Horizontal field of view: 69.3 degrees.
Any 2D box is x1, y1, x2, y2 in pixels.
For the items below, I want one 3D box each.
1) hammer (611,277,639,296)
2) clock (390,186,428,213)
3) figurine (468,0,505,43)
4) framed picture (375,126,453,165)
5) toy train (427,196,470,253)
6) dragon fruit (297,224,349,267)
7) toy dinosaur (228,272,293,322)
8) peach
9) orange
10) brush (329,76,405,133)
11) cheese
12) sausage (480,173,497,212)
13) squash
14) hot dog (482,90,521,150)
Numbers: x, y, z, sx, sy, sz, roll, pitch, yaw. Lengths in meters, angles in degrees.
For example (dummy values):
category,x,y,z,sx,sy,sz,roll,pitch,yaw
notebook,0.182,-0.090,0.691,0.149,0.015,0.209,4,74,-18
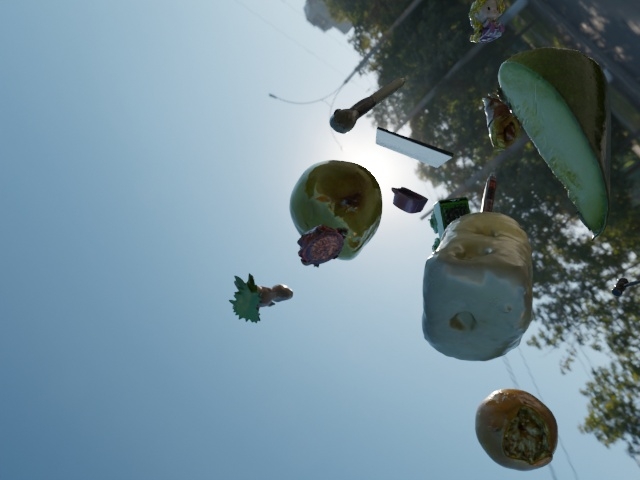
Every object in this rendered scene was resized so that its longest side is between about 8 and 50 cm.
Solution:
category,x,y,z,sx,sy,sz,roll,pitch,yaw
hammer,0.865,0.080,1.161,0.058,0.292,0.029,-40,-95,-28
clock,0.298,-0.139,1.589,0.110,0.050,0.153,33,-158,24
figurine,0.463,-0.646,1.323,0.095,0.115,0.156,-11,-87,-24
framed picture,0.311,-0.317,1.603,0.255,0.014,0.339,21,-175,4
toy train,0.461,-0.031,1.615,0.188,0.132,0.243,70,-169,-83
dragon fruit,-0.005,0.003,1.113,0.112,0.126,0.068,5,-144,-33
toy dinosaur,-0.200,0.164,1.509,0.194,0.152,0.177,4,-164,13
peach,0.054,-0.106,1.444,0.314,0.281,0.315,47,166,22
orange,0.383,0.367,0.906,0.134,0.155,0.154,77,173,-57
brush,0.098,-0.267,0.876,0.042,0.039,0.299,21,-138,21
cheese,0.276,0.085,0.809,0.174,0.248,0.251,7,-147,18
sausage,0.387,-0.082,1.077,0.028,0.025,0.198,28,-122,-10
squash,0.320,-0.143,0.626,0.169,0.093,0.252,16,-117,5
hot dog,0.603,-0.405,1.515,0.123,0.093,0.261,18,-121,-35
